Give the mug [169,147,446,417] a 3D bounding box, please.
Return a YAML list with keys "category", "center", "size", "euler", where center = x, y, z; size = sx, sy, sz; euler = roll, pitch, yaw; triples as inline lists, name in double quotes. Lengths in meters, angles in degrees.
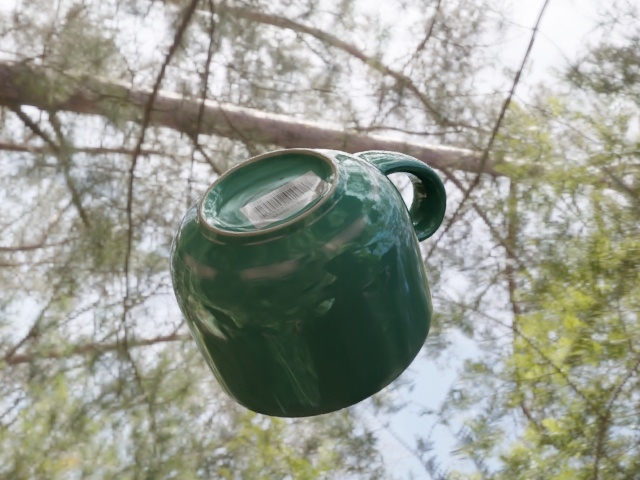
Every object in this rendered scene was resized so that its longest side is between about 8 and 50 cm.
- category: "mug"
  center: [-0.009, 0.003, 0.453]
  size: [0.129, 0.158, 0.097]
  euler: [-4, -52, 22]
